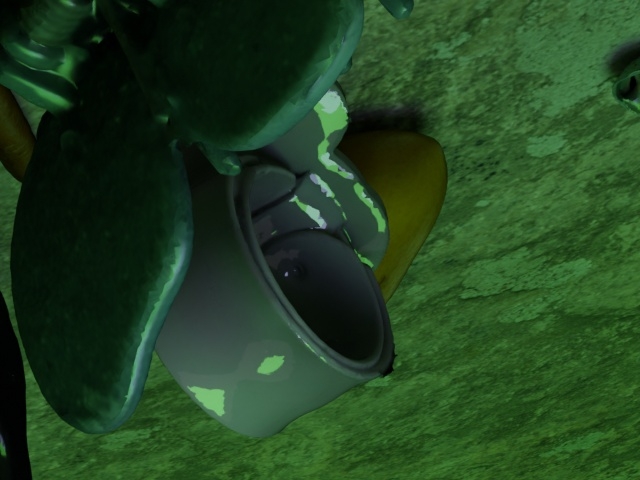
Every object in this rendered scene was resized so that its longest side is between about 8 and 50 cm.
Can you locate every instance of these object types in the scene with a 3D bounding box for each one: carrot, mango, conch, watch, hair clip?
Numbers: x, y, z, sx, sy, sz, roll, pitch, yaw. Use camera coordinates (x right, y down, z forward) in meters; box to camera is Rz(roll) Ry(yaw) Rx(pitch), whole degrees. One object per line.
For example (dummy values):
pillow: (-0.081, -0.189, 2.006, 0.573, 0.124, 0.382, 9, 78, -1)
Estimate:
carrot: (-0.237, -0.094, 1.206, 0.043, 0.043, 0.248, -17, 156, -1)
mango: (0.000, 0.000, 1.429, 0.187, 0.138, 0.257, 23, 122, -29)
conch: (0.292, -0.137, 1.431, 0.076, 0.057, 0.085, -14, 142, 42)
watch: (-0.047, 0.008, 1.222, 0.211, 0.217, 0.248, -31, 117, 21)
hair clip: (-0.089, -0.152, 0.932, 0.318, 0.392, 0.238, -42, 170, 37)

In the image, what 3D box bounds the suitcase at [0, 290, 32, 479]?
suitcase: (-0.324, 0.140, 1.278, 0.188, 0.339, 0.345, -9, 154, -8)
